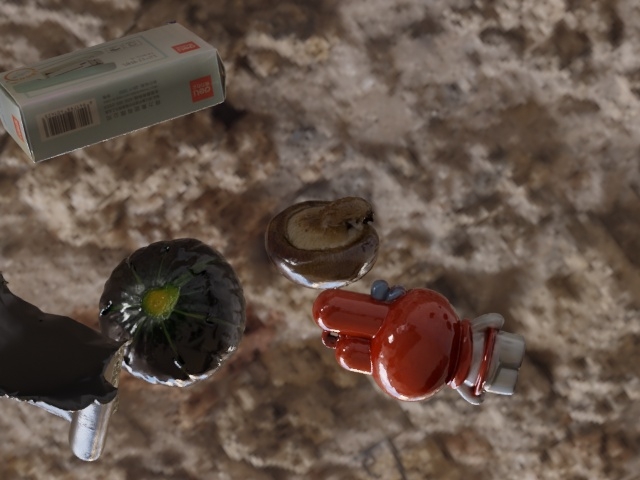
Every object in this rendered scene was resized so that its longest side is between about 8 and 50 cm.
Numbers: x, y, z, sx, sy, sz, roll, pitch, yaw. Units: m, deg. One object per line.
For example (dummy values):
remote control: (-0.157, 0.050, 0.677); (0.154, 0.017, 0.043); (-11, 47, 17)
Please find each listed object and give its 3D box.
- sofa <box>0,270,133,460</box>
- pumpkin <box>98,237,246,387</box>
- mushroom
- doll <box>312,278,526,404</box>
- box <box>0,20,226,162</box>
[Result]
sofa: (-0.409, 0.201, 1.762); (0.258, 0.200, 0.182); (25, -129, 3)
pumpkin: (-0.281, 0.151, 2.447); (0.296, 0.296, 0.295); (43, -156, -24)
mushroom: (0.000, 0.000, 1.301); (0.127, 0.127, 0.087); (-86, -7, -59)
doll: (0.127, 0.140, 1.682); (0.291, 0.161, 0.130); (12, -158, 1)
box: (-0.265, -0.192, 1.566); (0.135, 0.269, 0.079); (41, 145, 52)
